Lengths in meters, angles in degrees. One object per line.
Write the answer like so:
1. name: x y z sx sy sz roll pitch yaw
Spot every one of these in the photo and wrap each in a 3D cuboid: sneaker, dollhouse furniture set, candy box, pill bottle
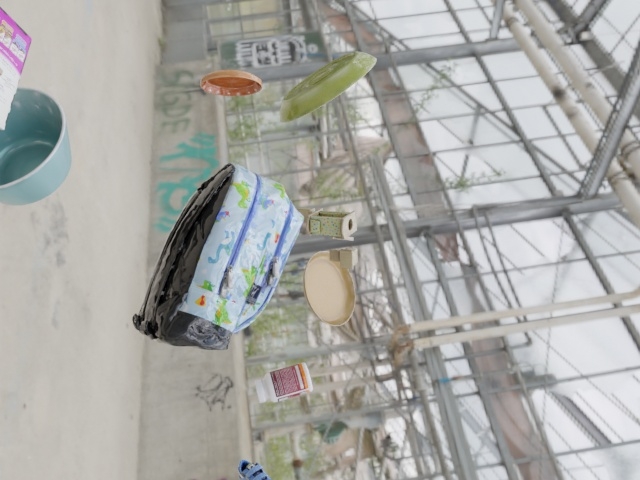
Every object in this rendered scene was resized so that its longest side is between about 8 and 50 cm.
1. sneaker: -0.154 0.565 1.451 0.144 0.053 0.059 -1 -80 50
2. dollhouse furniture set: 0.000 0.000 1.701 0.101 0.182 0.160 -34 125 -60
3. candy box: -0.712 -0.372 1.284 0.159 0.071 0.233 64 32 -71
4. pill bottle: -0.104 0.402 1.708 0.086 0.152 0.085 166 -90 -82

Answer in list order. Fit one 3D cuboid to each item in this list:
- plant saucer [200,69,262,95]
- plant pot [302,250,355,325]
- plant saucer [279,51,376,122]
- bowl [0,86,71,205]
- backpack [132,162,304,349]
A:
1. plant saucer: -0.121 -0.215 0.830 0.083 0.084 0.013 134 -44 -85
2. plant pot: 0.022 0.150 1.888 0.236 0.032 0.236 24 57 -44
3. plant saucer: 0.006 -0.334 1.295 0.037 0.241 0.241 54 7 -21
4. bowl: -0.749 -0.211 1.510 0.163 0.312 0.311 79 0 -61
5. backpack: -0.190 0.029 1.179 0.290 0.274 0.355 166 -66 -66
